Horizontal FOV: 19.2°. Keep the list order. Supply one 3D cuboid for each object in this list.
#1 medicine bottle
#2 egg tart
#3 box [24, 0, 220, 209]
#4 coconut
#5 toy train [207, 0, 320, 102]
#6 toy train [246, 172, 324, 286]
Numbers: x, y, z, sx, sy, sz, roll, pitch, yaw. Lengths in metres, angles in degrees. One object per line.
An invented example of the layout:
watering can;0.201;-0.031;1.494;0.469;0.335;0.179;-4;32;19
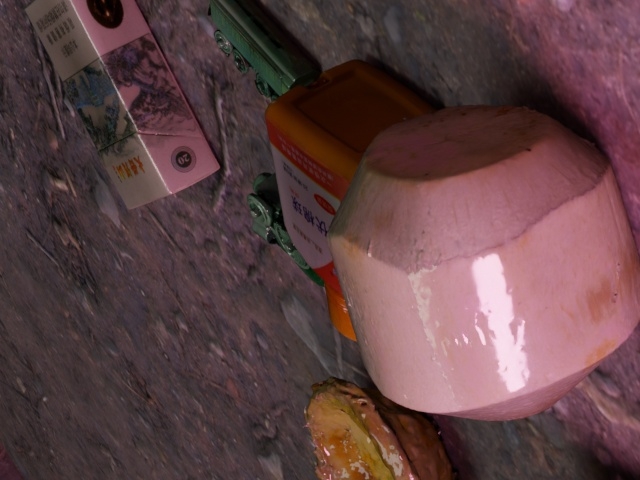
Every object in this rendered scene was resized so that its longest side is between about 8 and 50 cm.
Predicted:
medicine bottle;0.043;-0.024;1.608;0.149;0.112;0.222;40;150;42
egg tart;0.064;0.219;1.894;0.212;0.090;0.212;44;152;30
box;-0.219;-0.167;2.064;0.256;0.069;0.164;63;158;-5
coconut;0.120;0.024;1.374;0.241;0.241;0.241;47;155;31
toy train;-0.054;-0.173;1.740;0.148;0.038;0.071;49;153;29
toy train;0.000;0.000;1.798;0.178;0.071;0.104;39;161;40
